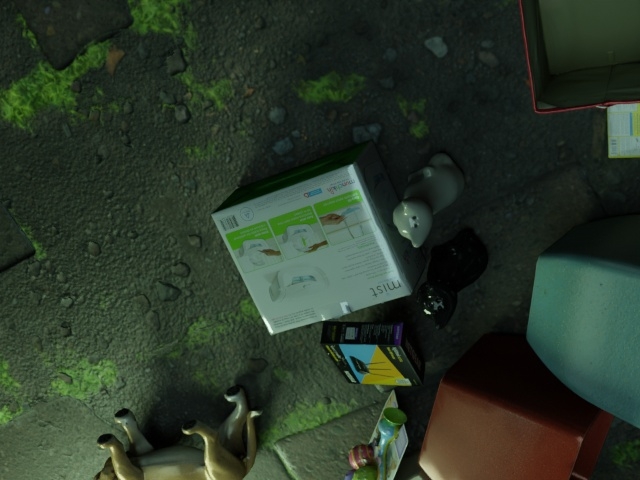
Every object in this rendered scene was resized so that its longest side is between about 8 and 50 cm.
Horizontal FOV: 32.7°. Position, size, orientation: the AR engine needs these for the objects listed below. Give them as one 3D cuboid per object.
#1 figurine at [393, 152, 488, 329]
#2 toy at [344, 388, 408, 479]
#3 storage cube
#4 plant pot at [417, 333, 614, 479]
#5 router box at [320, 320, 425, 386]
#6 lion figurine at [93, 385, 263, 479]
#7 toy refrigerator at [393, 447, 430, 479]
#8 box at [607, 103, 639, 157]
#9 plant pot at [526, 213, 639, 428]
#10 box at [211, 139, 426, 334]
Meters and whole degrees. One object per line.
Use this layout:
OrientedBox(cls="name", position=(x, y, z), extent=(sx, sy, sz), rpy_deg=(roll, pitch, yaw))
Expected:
OrientedBox(cls="figurine", position=(0.171, 0.000, 1.629), extent=(0.092, 0.209, 0.215), rpy_deg=(-11, 109, 22))
OrientedBox(cls="toy", position=(0.081, 0.384, 1.870), extent=(0.056, 0.137, 0.237), rpy_deg=(14, 118, -17))
OrientedBox(cls="storage cube", position=(0.373, -0.293, 1.441), extent=(0.183, 0.193, 0.215), rpy_deg=(-4, 111, 20))
OrientedBox(cls="plant pot", position=(0.306, 0.296, 1.702), extent=(0.235, 0.267, 0.267), rpy_deg=(23, 119, 22))
OrientedBox(cls="router box", position=(0.088, 0.185, 1.778), extent=(0.133, 0.046, 0.179), rpy_deg=(-1, 152, 19))
OrientedBox(cls="lion figurine", position=(-0.257, 0.416, 2.003), extent=(0.392, 0.142, 0.240), rpy_deg=(-9, 117, 17))
OrientedBox(cls="toy refrigerator", position=(0.232, 0.495, 1.892), extent=(0.094, 0.102, 0.269), rpy_deg=(-36, 99, 28))
OrientedBox(cls="box", position=(0.498, -0.173, 1.539), extent=(0.179, 0.043, 0.105), rpy_deg=(1, 113, 21))
OrientedBox(cls="plant pot", position=(0.445, 0.094, 1.573), extent=(0.252, 0.247, 0.248), rpy_deg=(19, 119, 30))
OrientedBox(cls="box", position=(0.000, 0.000, 1.734), extent=(0.262, 0.127, 0.231), rpy_deg=(-19, 106, 25))
